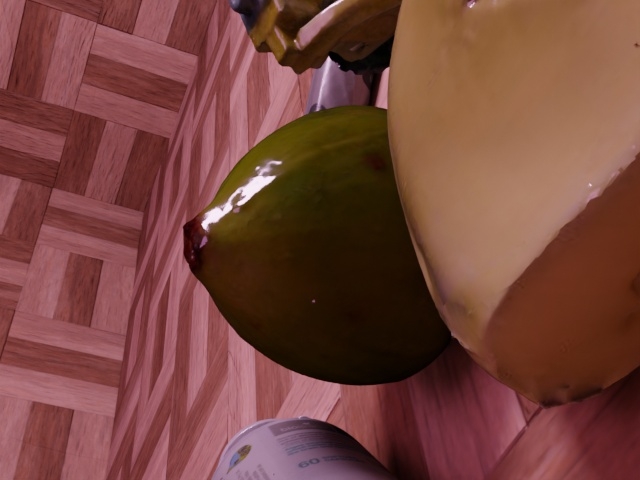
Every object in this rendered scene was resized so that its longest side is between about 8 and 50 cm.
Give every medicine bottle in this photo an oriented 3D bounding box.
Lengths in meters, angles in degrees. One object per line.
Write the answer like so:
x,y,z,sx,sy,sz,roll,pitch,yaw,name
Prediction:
-0.012,0.199,0.611,0.215,0.135,0.134,-163,89,-73,medicine bottle

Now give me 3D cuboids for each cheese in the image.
0.119,-0.101,0.450,0.259,0.128,0.315,-54,30,35,cheese

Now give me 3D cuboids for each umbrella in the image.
0.010,-0.112,0.937,0.073,0.067,0.337,121,162,-79,umbrella

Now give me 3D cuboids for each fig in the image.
0.000,0.000,0.607,0.203,0.225,0.202,-10,77,53,fig

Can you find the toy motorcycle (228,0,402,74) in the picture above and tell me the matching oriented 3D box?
0.071,-0.269,0.630,0.168,0.237,0.410,65,146,25,toy motorcycle
